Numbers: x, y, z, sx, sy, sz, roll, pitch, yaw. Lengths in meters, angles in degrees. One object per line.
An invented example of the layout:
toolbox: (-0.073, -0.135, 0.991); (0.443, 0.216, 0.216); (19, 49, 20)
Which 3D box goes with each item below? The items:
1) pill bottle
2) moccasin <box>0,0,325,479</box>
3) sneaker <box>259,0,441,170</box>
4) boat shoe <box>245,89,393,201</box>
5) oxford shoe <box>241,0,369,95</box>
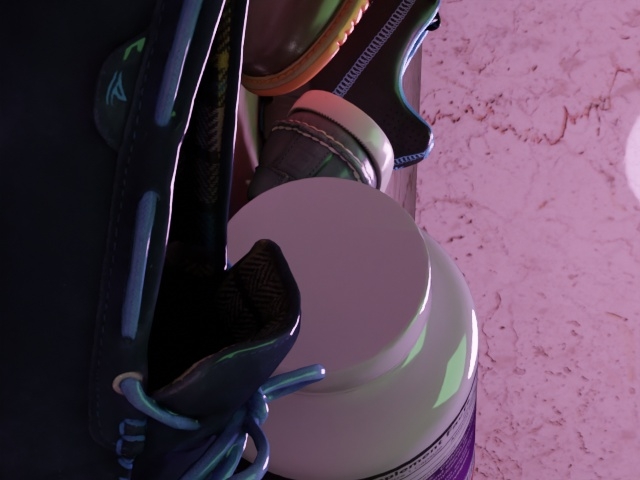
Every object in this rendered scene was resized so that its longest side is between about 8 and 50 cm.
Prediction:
pill bottle: (0.013, 0.097, 0.795); (0.323, 0.181, 0.182); (78, 16, -59)
moccasin: (-0.064, 0.033, 0.446); (0.138, 0.116, 0.342); (-76, 167, -54)
sneaker: (0.032, -0.220, 0.968); (0.125, 0.139, 0.341); (-33, 125, -80)
boat shoe: (-0.011, 0.011, 0.932); (0.099, 0.116, 0.319); (-53, 164, -24)
oxford shoe: (-0.019, -0.277, 0.795); (0.132, 0.130, 0.364); (24, 73, -47)
